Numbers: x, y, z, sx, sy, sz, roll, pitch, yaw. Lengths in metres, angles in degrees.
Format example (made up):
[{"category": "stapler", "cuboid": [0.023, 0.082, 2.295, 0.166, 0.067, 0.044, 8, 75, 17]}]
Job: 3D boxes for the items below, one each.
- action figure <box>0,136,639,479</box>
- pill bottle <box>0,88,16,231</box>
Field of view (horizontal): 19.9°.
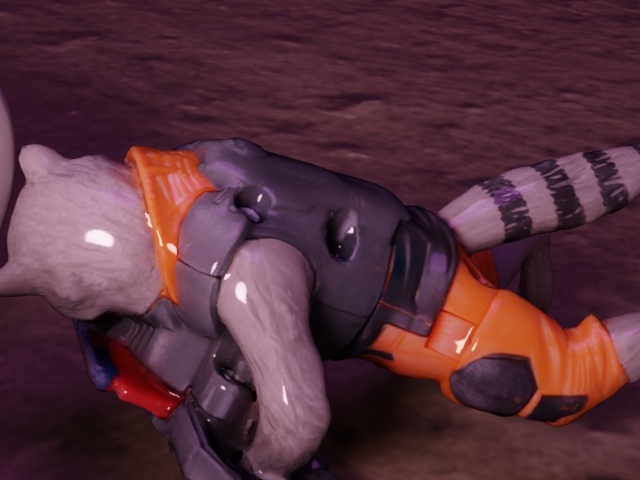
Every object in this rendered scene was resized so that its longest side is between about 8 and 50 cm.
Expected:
[{"category": "action figure", "cuboid": [0.000, 0.000, 0.884, 0.330, 0.179, 0.341, 5, 23, -28]}, {"category": "pill bottle", "cuboid": [-0.313, -0.060, 0.947, 0.283, 0.161, 0.161, 20, 26, 29]}]
